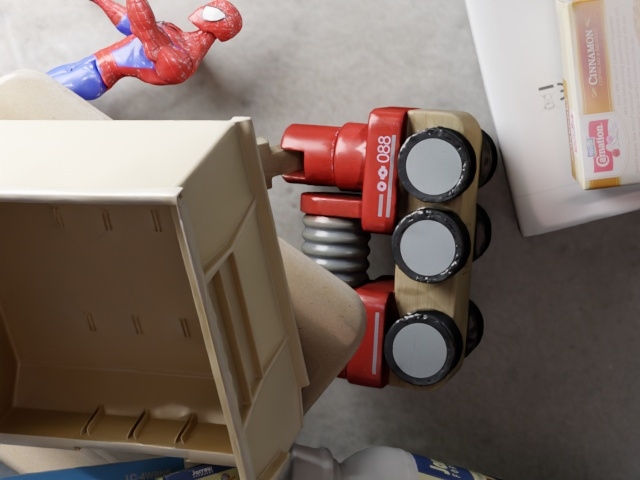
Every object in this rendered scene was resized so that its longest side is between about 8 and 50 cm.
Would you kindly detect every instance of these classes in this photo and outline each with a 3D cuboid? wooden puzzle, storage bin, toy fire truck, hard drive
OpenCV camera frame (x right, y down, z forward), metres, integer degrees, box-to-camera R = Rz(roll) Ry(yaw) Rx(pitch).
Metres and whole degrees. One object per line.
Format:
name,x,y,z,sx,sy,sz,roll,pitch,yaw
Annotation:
wooden puzzle,-0.164,0.066,1.153,0.322,0.080,0.348,35,128,-2
storage bin,-0.163,0.050,1.013,0.262,0.123,0.260,2,122,22
toy fire truck,0.000,0.000,1.156,0.246,0.158,0.217,6,99,17
hard drive,0.230,-0.201,1.147,0.233,0.047,0.353,-14,101,4

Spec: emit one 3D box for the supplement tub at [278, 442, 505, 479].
supplement tub,0.101,0.297,1.143,0.324,0.235,0.235,17,101,-8

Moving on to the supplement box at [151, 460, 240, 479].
supplement box,-0.089,0.210,1.089,0.056,0.083,0.083,-14,81,-24

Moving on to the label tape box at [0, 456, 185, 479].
label tape box,-0.214,0.354,1.130,0.249,0.115,0.348,-5,81,-18

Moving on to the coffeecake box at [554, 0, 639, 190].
coffeecake box,0.278,-0.123,1.103,0.185,0.068,0.142,-7,102,3

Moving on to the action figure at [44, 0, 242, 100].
action figure,-0.204,-0.157,1.143,0.280,0.091,0.139,-18,109,5
